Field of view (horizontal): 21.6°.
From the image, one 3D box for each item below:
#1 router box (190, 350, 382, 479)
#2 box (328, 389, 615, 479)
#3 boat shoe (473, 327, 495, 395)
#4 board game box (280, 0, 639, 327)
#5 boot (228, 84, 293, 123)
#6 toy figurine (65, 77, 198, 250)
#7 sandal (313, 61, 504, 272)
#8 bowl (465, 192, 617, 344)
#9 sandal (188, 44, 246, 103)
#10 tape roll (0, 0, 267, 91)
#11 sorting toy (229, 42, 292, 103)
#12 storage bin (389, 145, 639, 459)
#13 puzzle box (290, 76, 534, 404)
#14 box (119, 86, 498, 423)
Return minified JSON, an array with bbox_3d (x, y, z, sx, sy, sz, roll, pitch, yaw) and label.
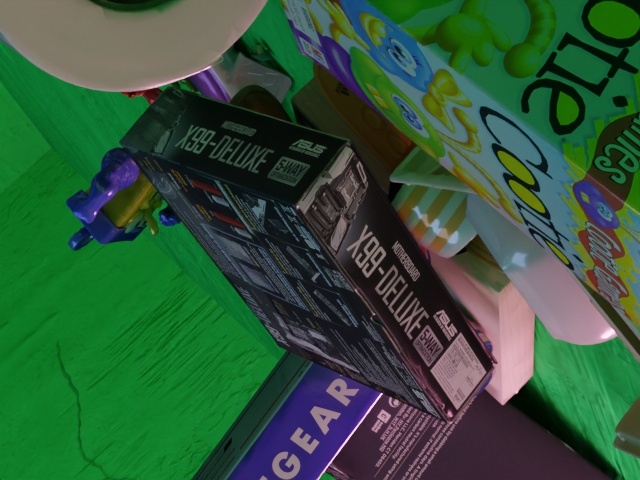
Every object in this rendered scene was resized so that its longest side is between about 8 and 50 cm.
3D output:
[{"bbox_3d":[-0.038,0.215,1.900,0.082,0.335,0.301,36,-178,-4],"label":"router box"},{"bbox_3d":[0.157,0.273,1.997,0.312,0.179,0.343,37,172,-5],"label":"box"},{"bbox_3d":[0.132,0.117,1.662,0.066,0.066,0.183,48,162,19],"label":"boat shoe"},{"bbox_3d":[0.115,-0.103,0.843,0.275,0.144,0.142,41,169,26],"label":"board game box"},{"bbox_3d":[-0.003,-0.054,1.531,0.152,0.073,0.197,34,168,35],"label":"boot"},{"bbox_3d":[-0.218,-0.087,1.875,0.191,0.217,0.362,40,-171,6],"label":"toy figurine"},{"bbox_3d":[0.070,-0.051,1.411,0.265,0.076,0.102,44,153,13],"label":"sandal"},{"bbox_3d":[0.164,0.011,1.277,0.142,0.053,0.142,51,-174,-33],"label":"bowl"},{"bbox_3d":[-0.210,-0.263,1.754,0.416,0.102,0.169,48,170,-6],"label":"sandal"},{"bbox_3d":[-0.163,-0.244,1.183,0.169,0.246,0.246,35,165,51],"label":"tape roll"},{"bbox_3d":[-0.057,-0.171,1.696,0.062,0.012,0.083,28,154,-3],"label":"sorting toy"},{"bbox_3d":[0.200,0.022,1.065,0.262,0.123,0.260,49,170,-15],"label":"storage bin"},{"bbox_3d":[0.102,0.010,1.671,0.272,0.052,0.409,44,170,18],"label":"puzzle box"},{"bbox_3d":[-0.009,0.014,1.470,0.242,0.076,0.307,20,154,46],"label":"box"}]
